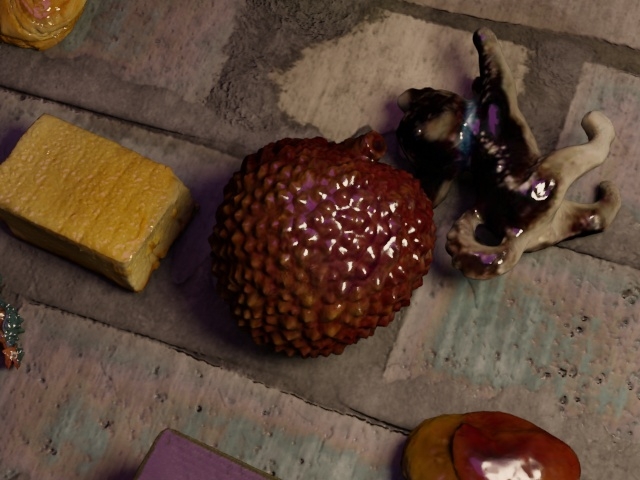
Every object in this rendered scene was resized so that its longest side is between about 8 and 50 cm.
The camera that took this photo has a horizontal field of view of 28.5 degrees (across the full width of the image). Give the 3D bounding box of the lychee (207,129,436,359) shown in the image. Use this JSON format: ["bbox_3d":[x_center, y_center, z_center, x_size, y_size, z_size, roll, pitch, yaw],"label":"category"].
[{"bbox_3d":[0.000,0.000,1.691,0.306,0.306,0.330,27,101,17],"label":"lychee"}]

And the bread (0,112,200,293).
[{"bbox_3d":[-0.341,-0.058,1.855,0.274,0.114,0.185,25,62,15],"label":"bread"}]

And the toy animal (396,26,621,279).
[{"bbox_3d":[0.227,-0.112,1.798,0.302,0.194,0.344,-36,60,-21],"label":"toy animal"}]

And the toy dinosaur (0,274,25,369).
[{"bbox_3d":[-0.454,0.116,1.800,0.055,0.049,0.154,-16,67,-2],"label":"toy dinosaur"}]

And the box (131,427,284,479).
[{"bbox_3d":[-0.115,0.378,1.584,0.273,0.143,0.184,21,65,13],"label":"box"}]

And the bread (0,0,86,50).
[{"bbox_3d":[-0.483,-0.418,2.053,0.236,0.120,0.198,23,67,15],"label":"bread"}]

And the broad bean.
[{"bbox_3d":[0.218,0.291,1.619,0.228,0.122,0.156,15,66,8],"label":"broad bean"}]
